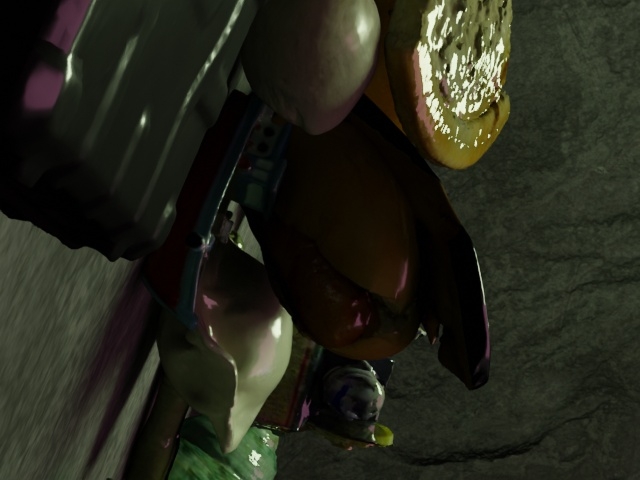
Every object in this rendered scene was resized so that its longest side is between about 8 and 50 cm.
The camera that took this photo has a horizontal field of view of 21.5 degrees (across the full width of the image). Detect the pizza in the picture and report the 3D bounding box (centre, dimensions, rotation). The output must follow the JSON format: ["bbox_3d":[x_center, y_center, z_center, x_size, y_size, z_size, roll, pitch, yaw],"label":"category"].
[{"bbox_3d":[0.102,-0.165,1.166,0.181,0.034,0.262,52,45,-53],"label":"pizza"}]

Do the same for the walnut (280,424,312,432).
[{"bbox_3d":[-0.029,0.123,1.872,0.178,0.178,0.230,-64,179,-53],"label":"walnut"}]

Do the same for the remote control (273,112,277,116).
[{"bbox_3d":[-0.028,-0.073,1.461,0.025,0.063,0.245,-24,155,-24],"label":"remote control"}]

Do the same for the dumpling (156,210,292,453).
[{"bbox_3d":[-0.073,0.062,1.244,0.134,0.100,0.169,72,38,-66],"label":"dumpling"}]

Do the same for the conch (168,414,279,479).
[{"bbox_3d":[-0.115,0.248,1.658,0.175,0.122,0.188,73,28,-45],"label":"conch"}]

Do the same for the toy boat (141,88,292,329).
[{"bbox_3d":[-0.065,-0.020,1.114,0.069,0.059,0.173,106,7,-63],"label":"toy boat"}]

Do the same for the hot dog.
[{"bbox_3d":[0.000,-0.005,1.225,0.326,0.107,0.194,-140,-142,-63],"label":"hot dog"}]

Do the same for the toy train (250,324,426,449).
[{"bbox_3d":[-0.013,0.099,1.511,0.261,0.178,0.134,-148,-106,-82],"label":"toy train"}]

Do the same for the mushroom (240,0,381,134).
[{"bbox_3d":[-0.004,-0.143,1.037,0.212,0.088,0.097,95,7,-59],"label":"mushroom"}]

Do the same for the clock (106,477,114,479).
[{"bbox_3d":[-0.186,0.261,1.090,0.237,0.057,0.237,21,90,-89],"label":"clock"}]

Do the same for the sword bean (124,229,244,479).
[{"bbox_3d":[-0.114,0.108,1.411,0.043,0.038,0.269,-88,-164,-61],"label":"sword bean"}]

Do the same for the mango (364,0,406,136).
[{"bbox_3d":[0.064,-0.202,1.343,0.359,0.144,0.187,87,9,-67],"label":"mango"}]

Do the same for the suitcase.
[{"bbox_3d":[-0.059,-0.104,0.550,0.285,0.066,0.206,84,29,-83],"label":"suitcase"}]
